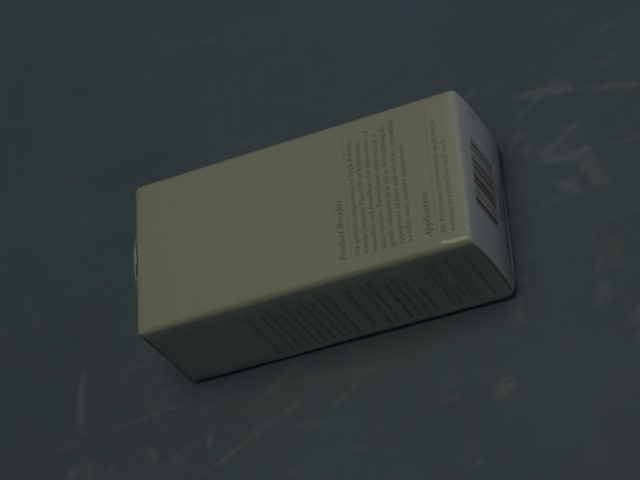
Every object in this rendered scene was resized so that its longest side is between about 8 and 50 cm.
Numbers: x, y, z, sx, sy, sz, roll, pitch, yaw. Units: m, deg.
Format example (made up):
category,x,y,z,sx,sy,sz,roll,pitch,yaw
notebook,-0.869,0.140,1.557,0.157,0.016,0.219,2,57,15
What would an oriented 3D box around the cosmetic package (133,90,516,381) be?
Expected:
category,x,y,z,sx,sy,sz,roll,pitch,yaw
cosmetic package,0.000,0.000,1.238,0.231,0.085,0.117,-16,56,21
